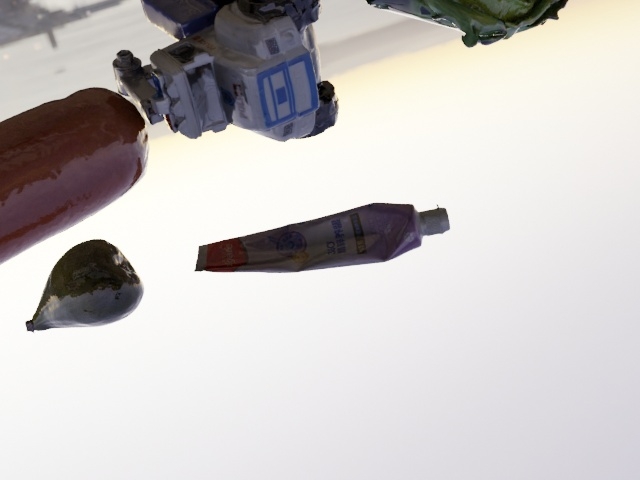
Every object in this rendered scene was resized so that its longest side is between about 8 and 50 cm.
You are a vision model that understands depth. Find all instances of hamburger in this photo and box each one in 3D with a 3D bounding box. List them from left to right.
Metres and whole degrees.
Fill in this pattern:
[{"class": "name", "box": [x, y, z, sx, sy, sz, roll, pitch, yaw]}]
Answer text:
[{"class": "hamburger", "box": [0.129, -0.257, 0.864, 0.214, 0.125, 0.235, 23, -143, -4]}]

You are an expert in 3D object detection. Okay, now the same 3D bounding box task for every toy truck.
[{"class": "toy truck", "box": [-0.095, -0.173, 0.919, 0.177, 0.161, 0.213, -28, -138, -21]}]

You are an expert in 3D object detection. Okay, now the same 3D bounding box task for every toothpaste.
[{"class": "toothpaste", "box": [0.000, 0.000, 1.127, 0.301, 0.048, 0.075, -10, -130, 4]}]

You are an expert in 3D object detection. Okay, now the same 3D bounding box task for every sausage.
[{"class": "sausage", "box": [-0.262, -0.052, 0.856, 0.259, 0.114, 0.113, -35, -163, -32]}]

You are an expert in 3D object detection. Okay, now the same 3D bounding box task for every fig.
[{"class": "fig", "box": [-0.358, 0.084, 1.434, 0.185, 0.133, 0.126, -37, -174, -13]}]
